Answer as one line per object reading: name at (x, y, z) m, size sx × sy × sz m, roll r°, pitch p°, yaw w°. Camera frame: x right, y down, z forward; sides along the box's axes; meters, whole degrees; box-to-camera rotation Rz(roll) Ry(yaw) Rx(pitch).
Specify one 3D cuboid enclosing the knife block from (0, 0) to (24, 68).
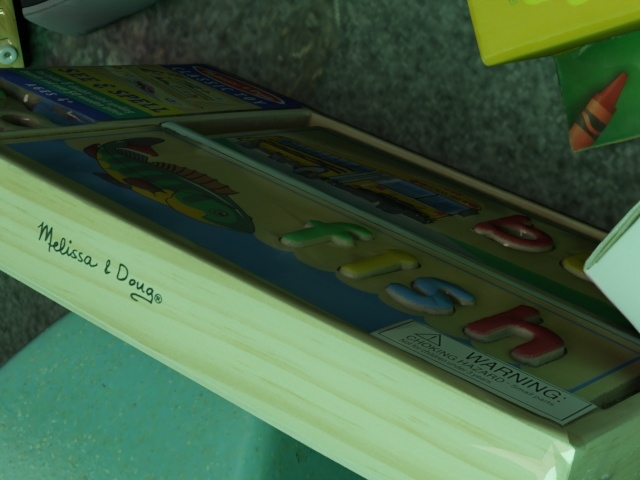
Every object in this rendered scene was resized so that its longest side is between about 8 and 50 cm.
knife block at (-0.290, -0.264, 0.921) m, size 0.242 × 0.088 × 0.275 m, roll -125°, pitch 26°, yaw -47°

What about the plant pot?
plant pot at (-0.086, 0.177, 0.778) m, size 0.248 × 0.247 × 0.252 m, roll 21°, pitch 95°, yaw 32°

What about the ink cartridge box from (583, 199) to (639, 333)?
ink cartridge box at (0.277, 0.109, 0.520) m, size 0.371 × 0.176 × 0.069 m, roll 48°, pitch 124°, yaw 19°

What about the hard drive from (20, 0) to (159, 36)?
hard drive at (-0.122, -0.231, 0.810) m, size 0.255 × 0.054 × 0.172 m, roll -17°, pitch 89°, yaw 48°

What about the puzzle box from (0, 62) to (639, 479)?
puzzle box at (0.000, 0.000, 0.651) m, size 0.409 × 0.272 × 0.052 m, roll 25°, pitch 110°, yaw 30°

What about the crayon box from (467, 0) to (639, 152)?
crayon box at (0.149, -0.210, 0.613) m, size 0.202 × 0.081 × 0.318 m, roll -14°, pitch 91°, yaw 38°
